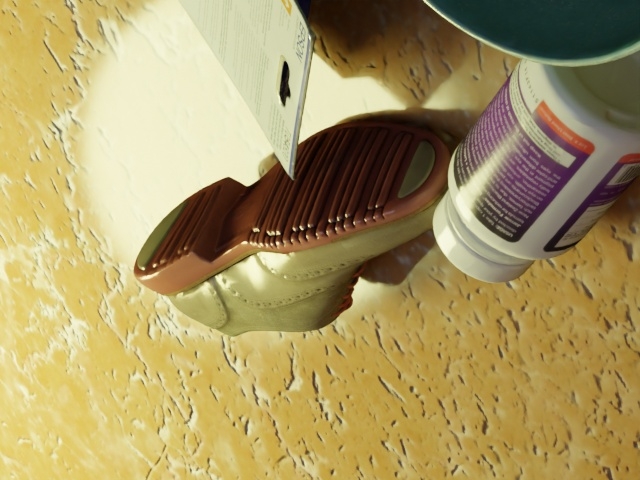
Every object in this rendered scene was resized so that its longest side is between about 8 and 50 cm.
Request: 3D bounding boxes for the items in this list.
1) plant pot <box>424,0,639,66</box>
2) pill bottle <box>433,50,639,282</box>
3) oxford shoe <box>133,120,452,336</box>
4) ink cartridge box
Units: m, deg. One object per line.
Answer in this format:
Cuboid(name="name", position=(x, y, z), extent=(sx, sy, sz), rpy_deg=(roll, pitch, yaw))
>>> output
Cuboid(name="plant pot", position=(0.158, -0.267, 0.956), extent=(0.290, 0.195, 0.290), rpy_deg=(35, 143, 32))
Cuboid(name="pill bottle", position=(0.152, -0.055, 1.179), extent=(0.108, 0.108, 0.193), rpy_deg=(50, 140, 13))
Cuboid(name="oxford shoe", position=(0.000, 0.000, 1.408), extent=(0.130, 0.123, 0.348), rpy_deg=(44, 146, -24))
Cuboid(name="ink cartridge box", position=(-0.050, -0.187, 1.292), extent=(0.224, 0.045, 0.223), rpy_deg=(59, 163, 18))
